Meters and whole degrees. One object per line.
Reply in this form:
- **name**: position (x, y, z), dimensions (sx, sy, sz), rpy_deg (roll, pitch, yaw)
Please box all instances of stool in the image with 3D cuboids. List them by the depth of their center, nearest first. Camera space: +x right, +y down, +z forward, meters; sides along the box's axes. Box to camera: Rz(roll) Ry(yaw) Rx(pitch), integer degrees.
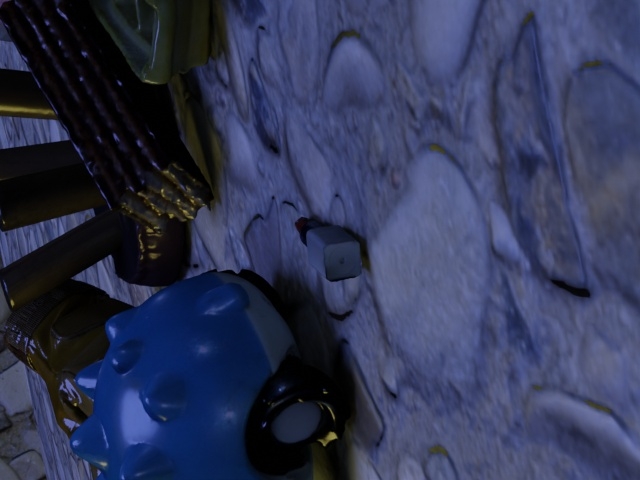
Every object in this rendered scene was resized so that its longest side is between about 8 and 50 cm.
- **stool**: position (-0.258, -0.068, 1.302), dimensions (0.272, 0.178, 0.272), rpy_deg (166, 90, -72)

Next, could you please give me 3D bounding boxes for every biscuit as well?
- **biscuit**: position (-0.188, -0.119, 1.127), dimensions (0.252, 0.070, 0.106), rpy_deg (56, -173, 20)

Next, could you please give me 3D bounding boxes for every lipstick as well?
- **lipstick**: position (0.000, 0.000, 0.850), dimensions (0.107, 0.025, 0.025), rpy_deg (-137, 40, -68)

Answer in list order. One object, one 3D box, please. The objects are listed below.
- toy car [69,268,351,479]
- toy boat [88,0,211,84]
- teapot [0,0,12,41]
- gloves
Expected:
- **toy car**: position (-0.092, 0.152, 0.956), dimensions (0.188, 0.190, 0.255), rpy_deg (-128, 29, -49)
- **toy boat**: position (-0.158, -0.230, 1.077), dimensions (0.276, 0.084, 0.111), rpy_deg (50, 144, 48)
- **teapot**: position (-0.319, -0.290, 1.370), dimensions (0.178, 0.163, 0.222), rpy_deg (-27, 74, 61)
- **gloves**: position (-0.208, 0.151, 1.317), dimensions (0.331, 0.154, 0.141), rpy_deg (36, 120, 37)
